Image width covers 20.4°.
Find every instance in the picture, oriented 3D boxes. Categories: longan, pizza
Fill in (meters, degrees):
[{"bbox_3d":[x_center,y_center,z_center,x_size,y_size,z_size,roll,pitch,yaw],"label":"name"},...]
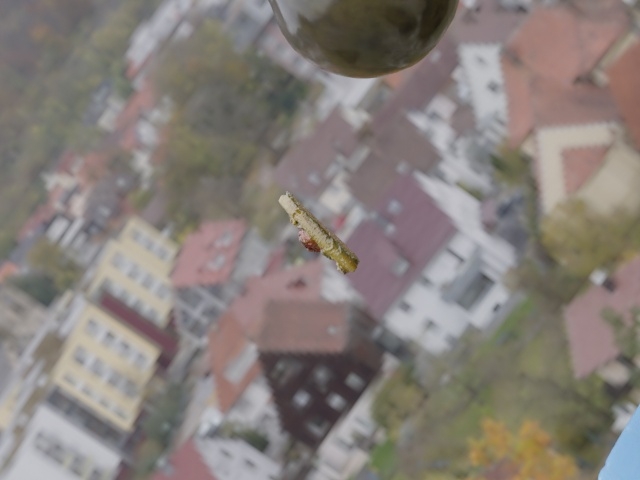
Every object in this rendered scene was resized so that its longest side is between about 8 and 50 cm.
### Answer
[{"bbox_3d":[0.028,-0.214,1.375,0.167,0.187,0.167,-21,50,27],"label":"longan"},{"bbox_3d":[-0.001,0.000,1.413,0.025,0.083,0.078,-46,-12,0],"label":"pizza"}]

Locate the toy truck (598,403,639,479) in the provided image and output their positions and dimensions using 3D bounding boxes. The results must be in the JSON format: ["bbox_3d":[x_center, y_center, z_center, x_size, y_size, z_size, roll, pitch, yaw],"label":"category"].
[{"bbox_3d":[0.355,0.174,1.262,0.161,0.385,0.162,41,101,37],"label":"toy truck"}]
